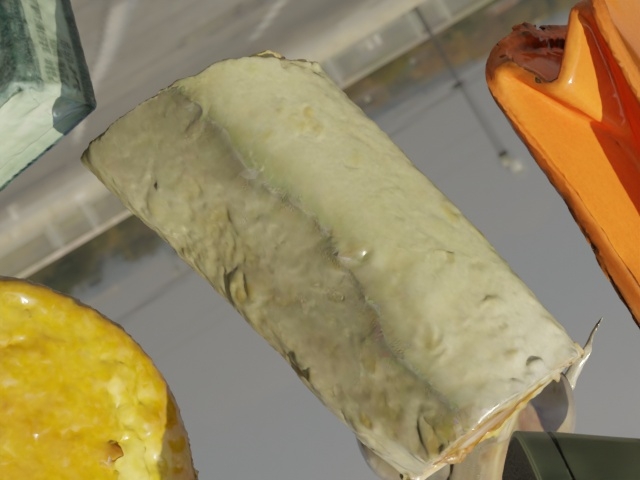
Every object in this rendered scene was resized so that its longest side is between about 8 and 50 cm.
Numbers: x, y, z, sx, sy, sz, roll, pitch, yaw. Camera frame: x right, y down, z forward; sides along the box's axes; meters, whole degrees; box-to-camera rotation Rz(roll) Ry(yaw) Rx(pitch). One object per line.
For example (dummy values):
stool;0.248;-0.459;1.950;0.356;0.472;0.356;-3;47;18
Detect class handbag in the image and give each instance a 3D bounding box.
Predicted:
handbag;0.320;-0.067;1.258;0.116;0.303;0.410;-35;168;34

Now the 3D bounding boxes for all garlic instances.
garlic;0.183;0.212;1.901;0.231;0.246;0.340;17;-163;25

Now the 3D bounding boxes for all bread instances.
bread;-0.251;0.198;1.110;0.337;0.358;0.204;6;167;-15

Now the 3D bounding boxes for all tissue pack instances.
tissue pack;-0.255;-0.149;1.059;0.185;0.257;0.081;-35;149;29

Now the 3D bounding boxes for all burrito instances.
burrito;-0.002;0.003;0.889;0.143;0.299;0.105;-52;163;26

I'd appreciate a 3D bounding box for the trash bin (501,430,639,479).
trash bin;0.198;0.177;1.043;0.130;0.059;0.116;4;-154;-10
